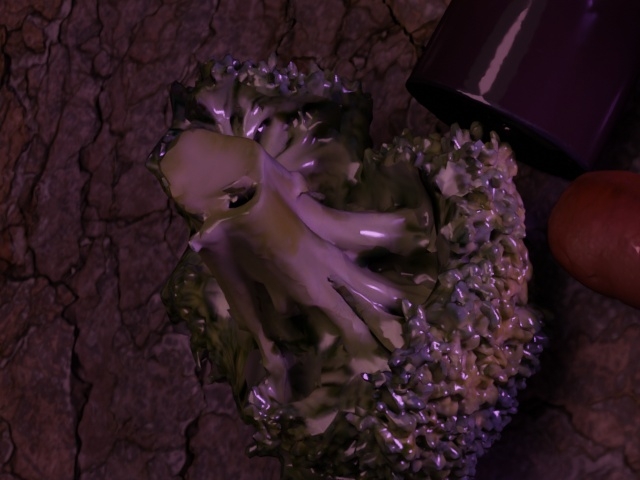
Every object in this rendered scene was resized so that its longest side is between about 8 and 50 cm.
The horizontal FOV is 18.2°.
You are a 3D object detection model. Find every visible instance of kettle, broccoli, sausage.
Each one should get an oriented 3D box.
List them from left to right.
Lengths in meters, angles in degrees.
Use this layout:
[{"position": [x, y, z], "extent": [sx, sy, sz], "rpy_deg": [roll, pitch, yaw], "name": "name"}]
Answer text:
[{"position": [0.020, 0.000, 1.374], "extent": [0.249, 0.302, 0.375], "rpy_deg": [-18, 55, -11], "name": "broccoli"}, {"position": [0.170, -0.175, 1.411], "extent": [0.232, 0.144, 0.202], "rpy_deg": [-61, 17, -5], "name": "kettle"}, {"position": [0.317, 0.031, 1.223], "extent": [0.419, 0.094, 0.094], "rpy_deg": [14, 114, 42], "name": "sausage"}]
